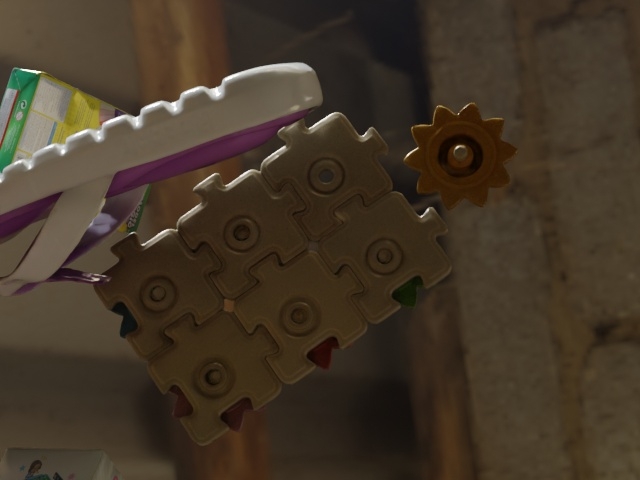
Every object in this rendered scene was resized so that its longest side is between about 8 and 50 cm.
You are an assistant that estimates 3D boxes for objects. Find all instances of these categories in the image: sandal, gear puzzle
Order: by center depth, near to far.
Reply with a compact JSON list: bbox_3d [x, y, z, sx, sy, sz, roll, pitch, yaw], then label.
[{"bbox_3d":[-0.181,-0.015,1.310,0.102,0.416,0.169,67,-158,2],"label":"sandal"},{"bbox_3d":[0.000,0.000,1.364,0.175,0.339,0.044,54,177,14],"label":"gear puzzle"}]

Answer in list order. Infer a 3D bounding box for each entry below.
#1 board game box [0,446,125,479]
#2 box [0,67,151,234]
[{"bbox_3d":[-0.187,0.330,1.212,0.224,0.097,0.303,59,-139,-37],"label":"board game box"},{"bbox_3d":[-0.213,-0.075,1.559,0.179,0.043,0.105,25,-99,-50],"label":"box"}]
